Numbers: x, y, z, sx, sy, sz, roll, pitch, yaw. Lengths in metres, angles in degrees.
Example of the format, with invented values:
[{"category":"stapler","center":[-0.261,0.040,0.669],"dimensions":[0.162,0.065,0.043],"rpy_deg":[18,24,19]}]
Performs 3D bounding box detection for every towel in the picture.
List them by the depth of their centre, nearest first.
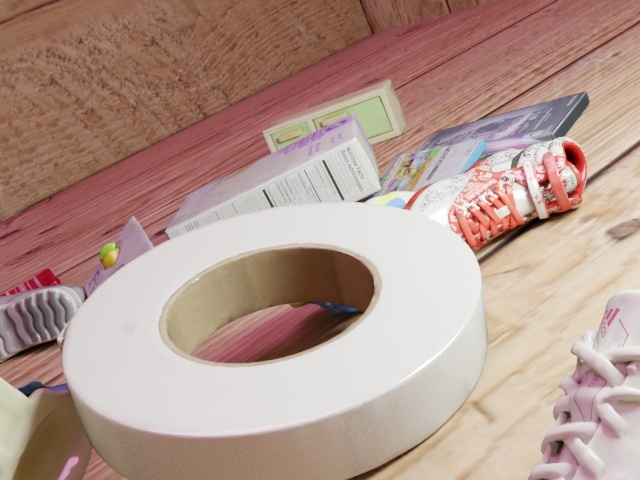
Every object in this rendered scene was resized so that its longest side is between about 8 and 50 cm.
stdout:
[{"category":"towel","center":[-0.618,0.134,1.769],"dimensions":[0.275,0.031,0.199],"rpy_deg":[-28,15,-15]}]

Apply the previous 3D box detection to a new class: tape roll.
[{"category":"tape roll","center":[-0.043,0.081,0.874],"dimensions":[0.392,0.072,0.392],"rpy_deg":[-10,28,5]}]

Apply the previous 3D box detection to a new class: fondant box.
[{"category":"fondant box","center":[-0.071,-0.078,1.535],"dimensions":[0.330,0.096,0.238],"rpy_deg":[-24,15,8]}]

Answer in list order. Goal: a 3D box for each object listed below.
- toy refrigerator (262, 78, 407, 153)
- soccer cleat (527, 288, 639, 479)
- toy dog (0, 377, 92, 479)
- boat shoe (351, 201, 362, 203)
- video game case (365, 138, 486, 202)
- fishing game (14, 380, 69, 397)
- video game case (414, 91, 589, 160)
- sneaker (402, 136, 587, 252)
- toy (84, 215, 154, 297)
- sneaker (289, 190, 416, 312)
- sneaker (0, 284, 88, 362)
[{"category":"toy refrigerator","center":[0.028,-0.227,1.916],"dimensions":[0.269,0.102,0.094],"rpy_deg":[-16,17,21]},{"category":"soccer cleat","center":[0.159,0.116,0.517],"dimensions":[0.116,0.143,0.331],"rpy_deg":[-5,24,48]},{"category":"toy dog","center":[-0.461,0.249,0.822],"dimensions":[0.408,0.284,0.395],"rpy_deg":[-14,52,27]},{"category":"boat shoe","center":[0.000,0.000,1.293],"dimensions":[0.184,0.066,0.063],"rpy_deg":[-18,12,-20]},{"category":"video game case","center":[0.157,-0.100,1.421],"dimensions":[0.166,0.015,0.119],"rpy_deg":[-6,38,45]},{"category":"fishing game","center":[-0.337,0.195,1.052],"dimensions":[0.264,0.041,0.189],"rpy_deg":[-20,-18,10]},{"category":"video game case","center":[0.272,-0.164,1.505],"dimensions":[0.274,0.026,0.196],"rpy_deg":[-11,20,35]},{"category":"sneaker","center":[0.205,-0.045,1.084],"dimensions":[0.145,0.090,0.270],"rpy_deg":[-11,17,45]},{"category":"toy","center":[-0.268,0.069,1.365],"dimensions":[0.137,0.056,0.237],"rpy_deg":[-54,35,5]},{"category":"sneaker","center":[0.069,0.023,1.104],"dimensions":[0.240,0.091,0.126],"rpy_deg":[-32,36,-29]},{"category":"sneaker","center":[-0.475,0.134,1.491],"dimensions":[0.281,0.105,0.115],"rpy_deg":[-11,3,21]}]
